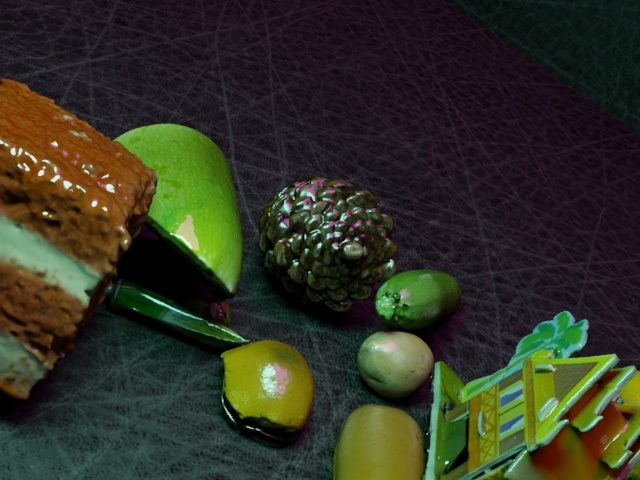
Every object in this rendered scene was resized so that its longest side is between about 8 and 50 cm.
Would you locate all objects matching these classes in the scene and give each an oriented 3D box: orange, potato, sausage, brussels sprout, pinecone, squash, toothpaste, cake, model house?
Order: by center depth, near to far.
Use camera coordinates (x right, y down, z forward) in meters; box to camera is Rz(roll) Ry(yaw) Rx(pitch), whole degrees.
[{"bbox_3d":[-0.393,0.000,1.548,0.270,0.320,0.269,31,16,-6],"label":"cake"},{"bbox_3d":[0.083,0.323,1.647,0.134,0.116,0.354,9,27,-1],"label":"sausage"},{"bbox_3d":[0.339,0.263,1.693,0.242,0.312,0.358,52,22,-16],"label":"model house"},{"bbox_3d":[-0.071,0.206,1.719,0.170,0.112,0.160,49,35,15],"label":"orange"},{"bbox_3d":[-0.222,0.114,1.790,0.247,0.078,0.047,23,68,-2],"label":"toothpaste"},{"bbox_3d":[-0.218,-0.009,1.796,0.234,0.210,0.309,50,20,-35],"label":"squash"},{"bbox_3d":[-0.177,0.108,1.838,0.083,0.051,0.046,19,-2,-14],"label":"brussels sprout"},{"bbox_3d":[0.119,0.193,1.889,0.147,0.112,0.112,2,37,-49],"label":"potato"},{"bbox_3d":[0.000,0.000,1.988,0.224,0.224,0.272,10,8,-27],"label":"pinecone"},{"bbox_3d":[0.165,0.098,1.989,0.101,0.101,0.378,37,13,18],"label":"squash"}]

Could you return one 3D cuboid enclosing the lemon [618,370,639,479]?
[{"bbox_3d":[0.515,0.311,1.925,0.188,0.188,0.257,11,34,-25],"label":"lemon"}]
